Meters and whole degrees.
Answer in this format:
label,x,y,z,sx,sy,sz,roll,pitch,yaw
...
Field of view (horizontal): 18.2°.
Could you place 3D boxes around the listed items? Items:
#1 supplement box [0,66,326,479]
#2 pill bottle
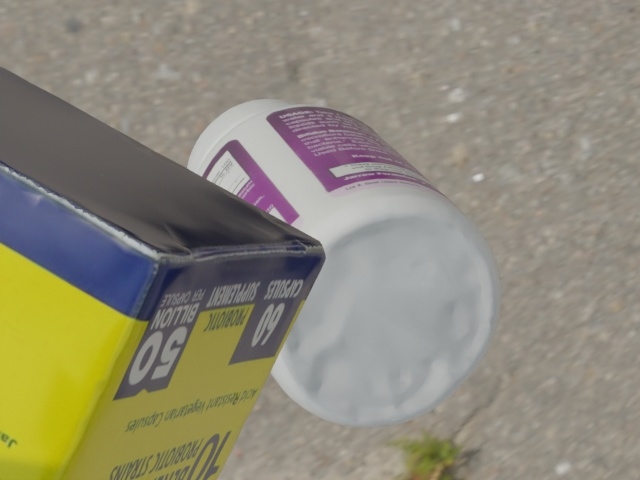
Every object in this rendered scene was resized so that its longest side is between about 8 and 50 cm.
label,x,y,z,sx,sy,sz,roll,pitch,yaw
supplement box,-0.180,0.118,0.856,0.195,0.194,0.356,29,100,16
pill bottle,0.000,0.000,1.425,0.301,0.169,0.169,-130,49,-62
